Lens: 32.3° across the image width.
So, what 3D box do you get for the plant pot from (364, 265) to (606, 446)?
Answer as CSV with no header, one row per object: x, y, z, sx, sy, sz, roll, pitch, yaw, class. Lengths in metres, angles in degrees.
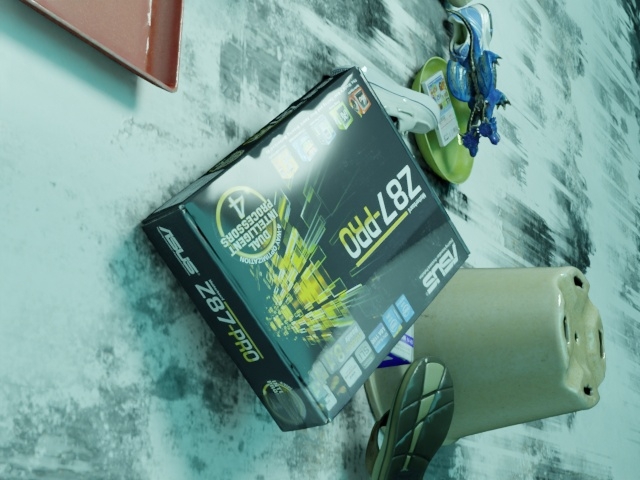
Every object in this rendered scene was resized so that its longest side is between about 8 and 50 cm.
0.274,0.171,1.759,0.334,0.306,0.333,25,61,-55,plant pot

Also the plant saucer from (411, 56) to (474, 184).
0.223,-0.220,2.060,0.241,0.037,0.240,25,61,-56,plant saucer

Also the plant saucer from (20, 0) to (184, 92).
-0.251,-0.327,1.260,0.259,0.048,0.258,29,57,-53,plant saucer

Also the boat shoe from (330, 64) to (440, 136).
0.109,-0.206,1.803,0.267,0.096,0.088,20,68,-56,boat shoe

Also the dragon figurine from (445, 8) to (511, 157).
0.288,-0.303,2.059,0.144,0.085,0.289,-18,97,-67,dragon figurine

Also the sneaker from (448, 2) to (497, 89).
0.299,-0.365,2.217,0.081,0.080,0.211,-13,99,-29,sneaker

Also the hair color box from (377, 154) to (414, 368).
0.054,0.004,1.630,0.185,0.110,0.338,30,54,-52,hair color box

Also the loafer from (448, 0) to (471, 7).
0.307,-0.559,2.256,0.268,0.102,0.092,-48,134,-39,loafer

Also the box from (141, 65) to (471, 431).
0.000,0.000,1.416,0.395,0.097,0.318,-43,108,-43,box

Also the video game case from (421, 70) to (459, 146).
0.219,-0.240,2.009,0.087,0.011,0.122,-41,117,-56,video game case

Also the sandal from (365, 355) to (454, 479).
0.107,0.310,1.621,0.120,0.086,0.302,17,92,-43,sandal
